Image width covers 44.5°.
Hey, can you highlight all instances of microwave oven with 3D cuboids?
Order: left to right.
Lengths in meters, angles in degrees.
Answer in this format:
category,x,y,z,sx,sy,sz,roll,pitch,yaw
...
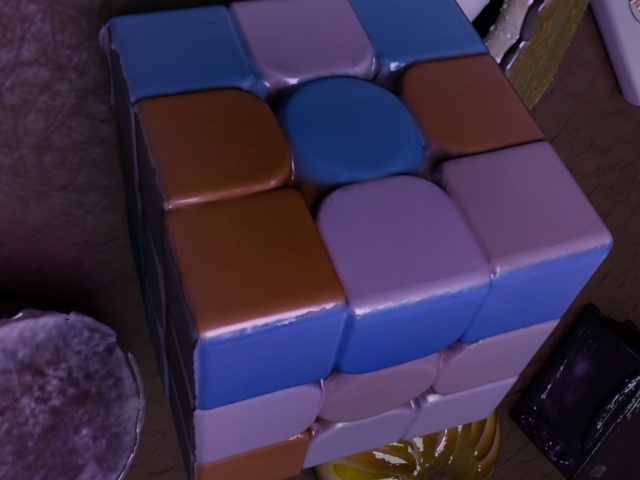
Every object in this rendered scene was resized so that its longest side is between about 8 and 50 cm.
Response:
category,x,y,z,sx,sy,sz,roll,pitch,yaw
microwave oven,0.464,0.261,1.286,0.188,0.178,0.247,20,108,-32

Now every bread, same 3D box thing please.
category,x,y,z,sx,sy,sz,roll,pitch,yaw
bread,0.146,0.317,1.186,0.333,0.160,0.333,-12,121,-20
bread,0.240,-0.235,0.900,0.207,0.056,0.286,-38,155,-34

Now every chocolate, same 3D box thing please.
category,x,y,z,sx,sy,sz,roll,pitch,yaw
chocolate,-0.370,0.183,0.844,0.303,0.213,0.303,-21,119,-44

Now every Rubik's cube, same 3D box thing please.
category,x,y,z,sx,sy,sz,roll,pitch,yaw
Rubik's cube,0.000,0.000,0.763,0.344,0.346,0.347,-12,148,-16

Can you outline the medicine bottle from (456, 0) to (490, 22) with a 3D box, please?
category,x,y,z,sx,sy,sz,roll,pitch,yaw
medicine bottle,0.176,-0.350,0.833,0.144,0.144,0.252,37,97,-35

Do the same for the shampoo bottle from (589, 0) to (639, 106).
category,x,y,z,sx,sy,sz,roll,pitch,yaw
shampoo bottle,0.394,-0.313,0.998,0.153,0.071,0.284,-46,123,9
